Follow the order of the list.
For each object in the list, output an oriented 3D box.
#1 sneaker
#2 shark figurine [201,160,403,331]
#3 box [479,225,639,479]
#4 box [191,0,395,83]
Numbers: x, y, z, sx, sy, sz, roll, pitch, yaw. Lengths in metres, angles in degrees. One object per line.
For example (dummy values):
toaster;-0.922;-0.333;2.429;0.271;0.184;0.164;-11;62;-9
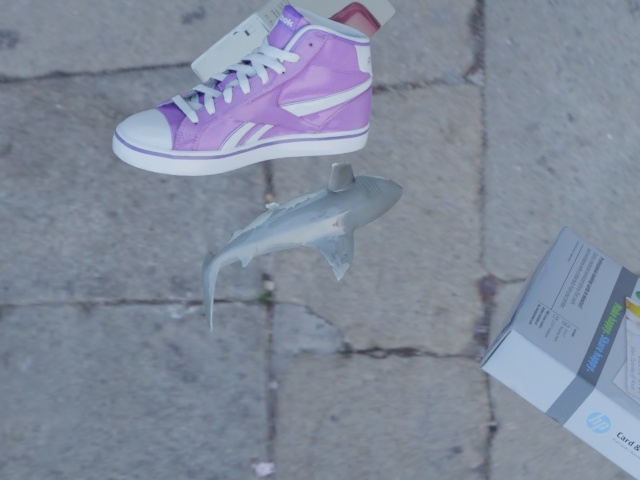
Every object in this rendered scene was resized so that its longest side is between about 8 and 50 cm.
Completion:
sneaker;-0.077;-0.163;1.400;0.102;0.282;0.161;46;140;47
shark figurine;-0.023;0.006;1.567;0.278;0.166;0.116;-26;76;-1
box;0.196;0.084;0.813;0.186;0.145;0.038;37;123;4
box;-0.032;-0.263;1.791;0.127;0.232;0.148;50;135;-9
